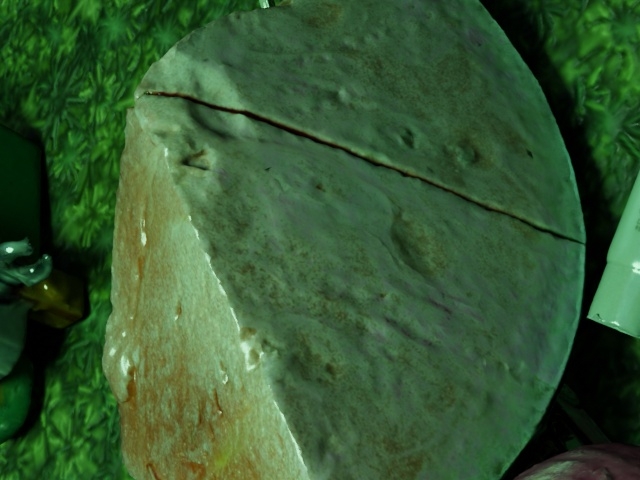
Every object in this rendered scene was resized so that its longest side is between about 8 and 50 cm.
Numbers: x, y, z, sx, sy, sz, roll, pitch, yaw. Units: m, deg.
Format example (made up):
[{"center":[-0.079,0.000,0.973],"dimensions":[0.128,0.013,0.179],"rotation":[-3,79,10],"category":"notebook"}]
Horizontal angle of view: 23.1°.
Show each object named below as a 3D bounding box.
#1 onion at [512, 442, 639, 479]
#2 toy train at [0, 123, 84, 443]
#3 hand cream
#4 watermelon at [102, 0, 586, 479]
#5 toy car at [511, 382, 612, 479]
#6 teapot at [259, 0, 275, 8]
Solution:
[{"center":[0.149,0.189,0.725],"dimensions":[0.200,0.200,0.207],"rotation":[-38,98,30],"category":"onion"},{"center":[-0.360,0.049,1.260],"dimensions":[0.429,0.178,0.249],"rotation":[-26,53,35],"category":"toy train"},{"center":[0.202,-0.044,0.842],"dimensions":[0.078,0.050,0.205],"rotation":[22,90,46],"category":"hand cream"},{"center":[-0.001,0.030,0.908],"dimensions":[0.319,0.292,0.222],"rotation":[56,140,12],"category":"watermelon"},{"center":[0.131,0.130,0.858],"dimensions":[0.069,0.055,0.142],"rotation":[-51,52,17],"category":"toy car"},{"center":[-0.023,-0.195,1.085],"dimensions":[0.057,0.066,0.088],"rotation":[-5,98,25],"category":"teapot"}]
